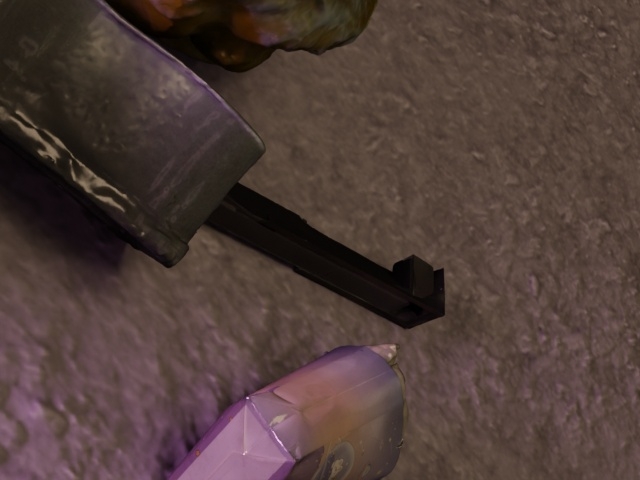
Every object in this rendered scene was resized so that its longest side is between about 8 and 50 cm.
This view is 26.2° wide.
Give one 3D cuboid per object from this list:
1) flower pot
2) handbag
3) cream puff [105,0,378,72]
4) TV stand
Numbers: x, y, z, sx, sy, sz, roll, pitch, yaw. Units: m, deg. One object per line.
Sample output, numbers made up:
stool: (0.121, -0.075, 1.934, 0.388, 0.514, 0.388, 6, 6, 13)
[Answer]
flower pot: (-0.149, -0.089, 0.865, 0.229, 0.103, 0.108, 40, 81, -28)
handbag: (-0.010, 0.136, 0.926, 0.095, 0.117, 0.173, 52, 34, 13)
cream puff: (-0.091, -0.298, 0.944, 0.378, 0.275, 0.378, 6, 90, -77)
TV stand: (0.000, 0.000, 1.068, 0.256, 0.040, 0.049, 29, 51, -37)
